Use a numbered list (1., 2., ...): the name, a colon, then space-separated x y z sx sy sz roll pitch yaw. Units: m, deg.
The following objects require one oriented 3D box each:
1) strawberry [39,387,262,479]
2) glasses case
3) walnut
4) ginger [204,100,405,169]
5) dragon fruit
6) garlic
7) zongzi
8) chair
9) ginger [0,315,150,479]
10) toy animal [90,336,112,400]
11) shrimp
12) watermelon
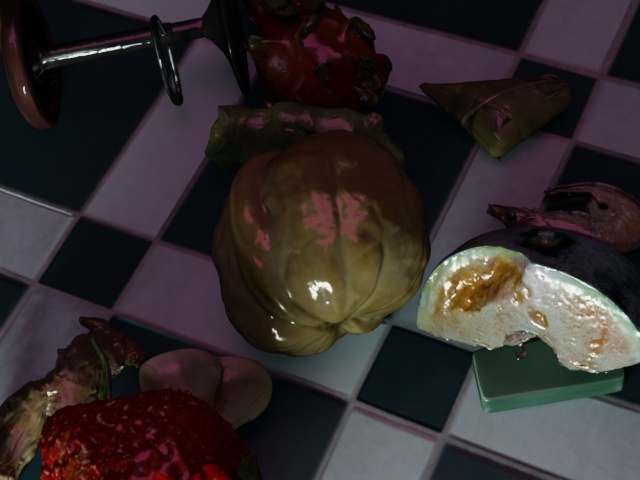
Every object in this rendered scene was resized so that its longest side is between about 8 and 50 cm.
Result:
1. strawberry: -0.213 0.287 1.487 0.276 0.257 0.257 27 64 28
2. glasses case: 0.291 0.167 1.615 0.184 0.039 0.078 -9 57 2
3. walnut: 0.000 0.000 1.636 0.296 0.285 0.285 -33 49 33
4. ginger: -0.025 -0.134 1.803 0.289 0.137 0.089 -2 19 4
5. dragon fruit: -0.014 -0.294 1.855 0.200 0.269 0.198 -14 9 42
6. garlic: -0.148 0.191 1.621 0.174 0.124 0.099 1 36 -23
7. zongzi: 0.260 -0.216 1.850 0.160 0.078 0.176 -32 55 -19
8. chair: -0.321 -0.295 1.898 0.400 0.226 0.227 -9 56 4
9. ginger: -0.355 0.224 1.657 0.122 0.084 0.290 41 65 5
10. toy animal: -0.252 0.227 1.633 0.075 0.041 0.217 -5 77 -12
11. shrimp: 0.342 -0.039 1.739 0.223 0.047 0.126 10 52 8
12. watermelon: 0.288 0.039 1.587 0.321 0.175 0.188 12 41 27
